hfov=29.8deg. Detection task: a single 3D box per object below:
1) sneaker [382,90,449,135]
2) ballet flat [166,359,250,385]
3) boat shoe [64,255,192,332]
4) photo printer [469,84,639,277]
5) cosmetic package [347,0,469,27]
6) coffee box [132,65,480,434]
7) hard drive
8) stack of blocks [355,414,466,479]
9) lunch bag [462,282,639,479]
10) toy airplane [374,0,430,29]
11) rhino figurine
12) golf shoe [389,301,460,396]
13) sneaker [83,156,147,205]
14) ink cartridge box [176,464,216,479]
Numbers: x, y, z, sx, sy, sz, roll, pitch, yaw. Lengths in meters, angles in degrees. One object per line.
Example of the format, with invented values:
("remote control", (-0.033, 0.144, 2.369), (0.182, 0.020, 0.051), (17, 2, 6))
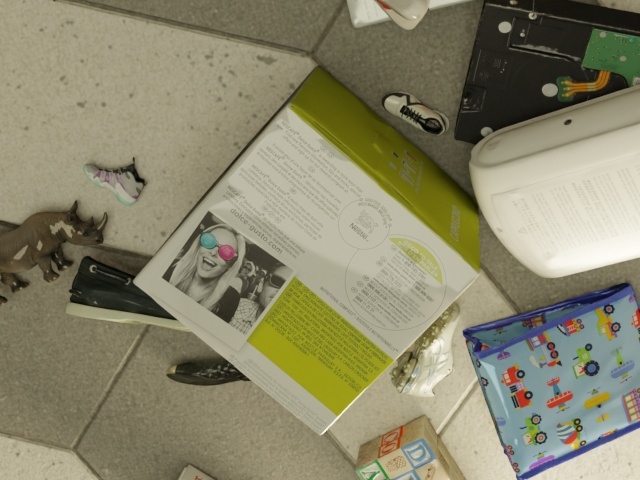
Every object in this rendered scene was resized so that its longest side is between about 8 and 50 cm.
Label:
("sneaker", (0.143, -0.190, 1.799), (0.109, 0.044, 0.040), (24, 111, 1))
("ballet flat", (-0.167, 0.208, 1.967), (0.173, 0.057, 0.049), (-5, 66, 7))
("boat shoe", (-0.227, 0.084, 1.893), (0.340, 0.127, 0.113), (6, 85, 7))
("photo printer", (0.381, -0.074, 1.720), (0.307, 0.107, 0.256), (-17, 127, 28))
("cosmetic package", (0.147, -0.387, 1.715), (0.231, 0.085, 0.117), (-13, 106, 12))
("coffee box", (0.000, 0.000, 1.720), (0.338, 0.337, 0.334), (40, 107, -6))
("hard drive", (0.378, -0.220, 1.712), (0.339, 0.064, 0.237), (11, 131, 4))
("stack of blocks", (0.171, 0.457, 1.977), (0.171, 0.087, 0.297), (-28, 102, 15))
("lunch bag", (0.398, 0.207, 1.862), (0.293, 0.138, 0.221), (-19, 102, 3))
("toy airplane", (0.193, -0.440, 1.535), (0.384, 0.272, 0.386), (-20, 70, 45))
("rhino figurine", (-0.444, 0.010, 1.917), (0.243, 0.073, 0.106), (-26, 106, 12))
("golf shoe", (0.185, 0.173, 1.909), (0.086, 0.069, 0.176), (22, 113, -22))
("sneaker", (-0.316, -0.107, 1.884), (0.098, 0.038, 0.069), (35, 107, -15))
("ink cartridge box", (-0.151, 0.520, 1.977), (0.273, 0.198, 0.115), (32, 110, -3))
